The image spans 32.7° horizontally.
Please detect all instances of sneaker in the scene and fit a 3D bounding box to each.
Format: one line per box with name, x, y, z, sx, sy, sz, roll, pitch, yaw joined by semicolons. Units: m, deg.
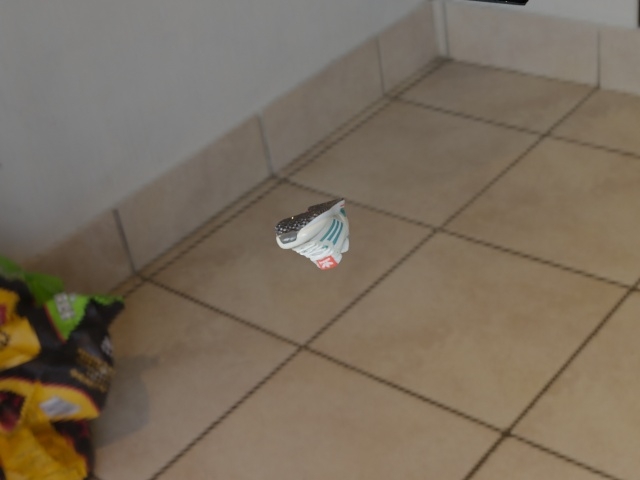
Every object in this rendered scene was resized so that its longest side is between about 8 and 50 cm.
sneaker;0.000;0.000;1.267;0.057;0.075;0.161;-14;7;21

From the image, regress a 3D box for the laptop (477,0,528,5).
laptop;0.139;-0.382;1.492;0.234;0.136;0.264;4;4;-9
